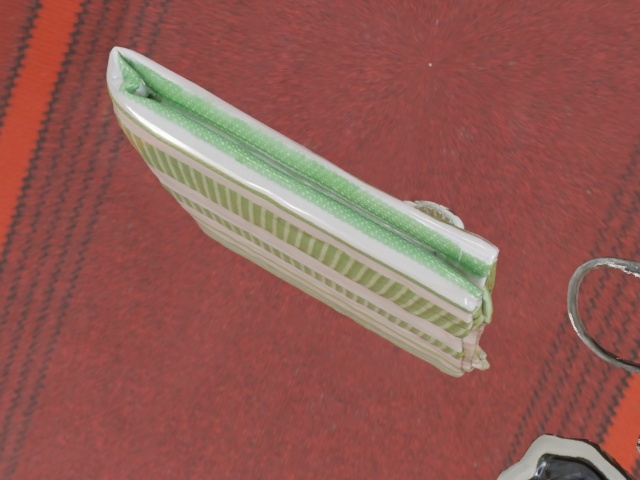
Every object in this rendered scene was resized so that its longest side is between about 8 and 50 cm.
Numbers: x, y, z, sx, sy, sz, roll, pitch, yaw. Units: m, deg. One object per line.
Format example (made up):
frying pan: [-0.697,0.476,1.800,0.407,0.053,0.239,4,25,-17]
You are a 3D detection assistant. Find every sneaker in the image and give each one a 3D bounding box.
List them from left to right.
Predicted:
sneaker: [0.090,-0.020,0.949,0.037,0.083,0.032,-13,109,-36]

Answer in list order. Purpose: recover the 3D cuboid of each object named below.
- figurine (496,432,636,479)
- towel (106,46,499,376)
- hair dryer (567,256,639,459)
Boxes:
figurine: [0.114,0.233,0.707,0.215,0.209,0.092,-41,57,-2]
towel: [0.000,0.000,0.744,0.248,0.325,0.038,29,81,12]
hair dryer: [0.259,0.125,0.585,0.293,0.223,0.080,21,70,36]
